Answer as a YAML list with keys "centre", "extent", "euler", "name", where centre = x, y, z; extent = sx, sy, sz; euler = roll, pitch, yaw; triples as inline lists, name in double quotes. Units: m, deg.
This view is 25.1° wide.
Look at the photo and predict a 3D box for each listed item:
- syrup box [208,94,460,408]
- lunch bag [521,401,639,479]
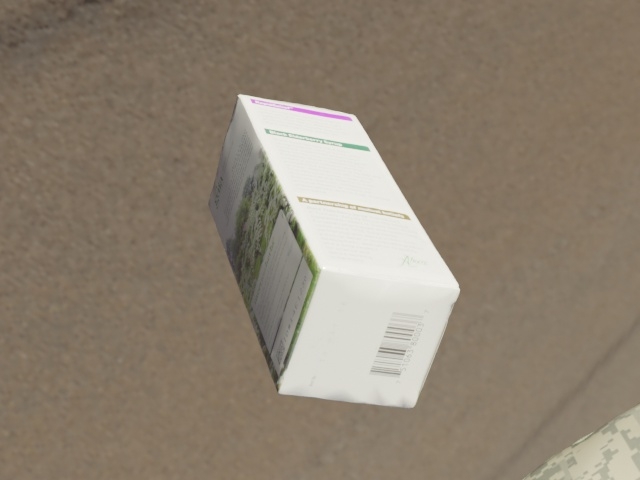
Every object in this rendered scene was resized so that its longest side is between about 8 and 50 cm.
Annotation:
- centre: [0.000, 0.000, 0.942]
  extent: [0.096, 0.237, 0.093]
  euler: [8, 118, -20]
  name: "syrup box"
- centre: [0.266, 0.196, 0.937]
  extent: [0.305, 0.213, 0.256]
  euler: [-34, 173, 6]
  name: "lunch bag"
